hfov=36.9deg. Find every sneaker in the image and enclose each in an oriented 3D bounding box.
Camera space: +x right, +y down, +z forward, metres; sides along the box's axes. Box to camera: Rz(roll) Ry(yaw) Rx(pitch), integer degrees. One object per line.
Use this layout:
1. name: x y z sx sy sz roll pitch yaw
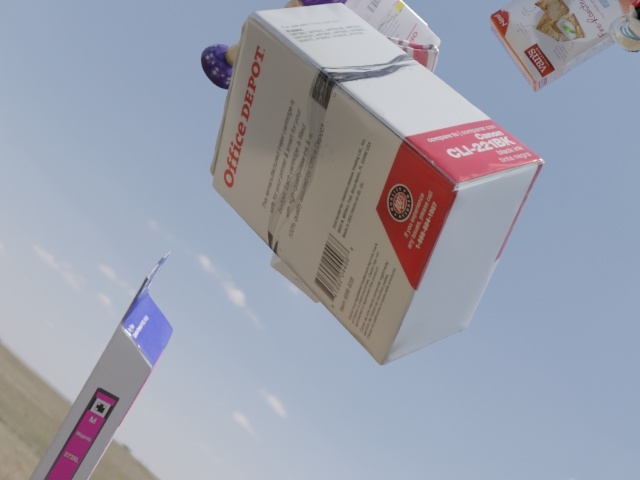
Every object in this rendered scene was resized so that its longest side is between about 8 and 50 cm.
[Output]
1. sneaker: 0.382 -0.260 1.122 0.075 0.057 0.161 48 4 -24

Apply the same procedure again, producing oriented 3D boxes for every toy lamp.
1. toy lamp: -0.056 -0.295 1.297 0.275 0.080 0.080 -29 -68 41

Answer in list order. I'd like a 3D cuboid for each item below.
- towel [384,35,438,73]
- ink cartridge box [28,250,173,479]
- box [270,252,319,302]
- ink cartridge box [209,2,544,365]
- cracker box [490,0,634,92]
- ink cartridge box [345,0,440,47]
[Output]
1. towel: 0.040 -0.214 1.176 0.197 0.029 0.144 12 -23 1
2. ink cartridge box: -0.257 0.195 1.121 0.069 0.371 0.176 28 7 -5
3. box: 0.000 0.000 1.697 0.091 0.170 0.130 -21 -49 36
4. ink cartridge box: 0.033 -0.059 0.852 0.273 0.114 0.197 45 -46 31
5. cracker box: 0.447 -0.399 1.747 0.155 0.232 0.067 59 4 15
6. ink cartridge box: 0.075 -0.303 1.398 0.198 0.115 0.067 32 3 -41
